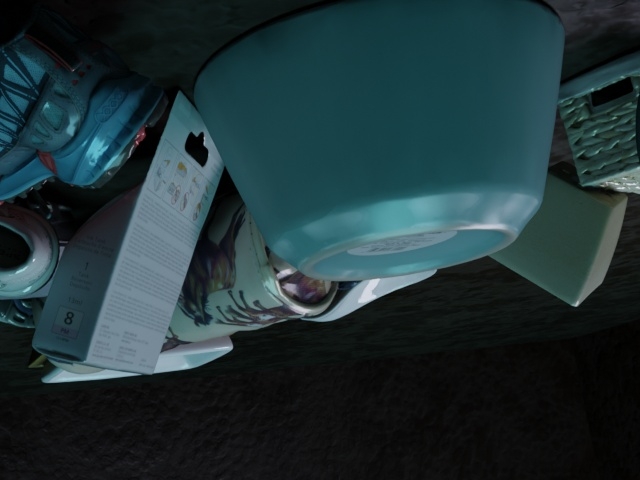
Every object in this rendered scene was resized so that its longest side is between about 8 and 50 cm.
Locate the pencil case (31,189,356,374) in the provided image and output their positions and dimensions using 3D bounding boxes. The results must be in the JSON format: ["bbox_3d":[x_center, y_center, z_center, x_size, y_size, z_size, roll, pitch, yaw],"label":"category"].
[{"bbox_3d":[-0.156,0.039,1.163,0.410,0.159,0.183,-18,-168,37],"label":"pencil case"}]

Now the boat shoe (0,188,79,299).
[{"bbox_3d":[-0.302,-0.009,0.979,0.113,0.104,0.306,-24,172,13],"label":"boat shoe"}]

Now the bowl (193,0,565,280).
[{"bbox_3d":[0.060,-0.064,0.850,0.312,0.163,0.311,-9,169,-2],"label":"bowl"}]

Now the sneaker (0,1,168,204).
[{"bbox_3d":[-0.207,-0.105,0.700,0.262,0.104,0.125,-4,137,51],"label":"sneaker"}]

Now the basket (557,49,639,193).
[{"bbox_3d":[0.319,-0.106,0.968,0.167,0.103,0.113,1,165,-41],"label":"basket"}]

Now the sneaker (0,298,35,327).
[{"bbox_3d":[-0.352,0.066,1.347,0.129,0.110,0.297,3,170,27],"label":"sneaker"}]

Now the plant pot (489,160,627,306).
[{"bbox_3d":[0.235,-0.015,0.999,0.109,0.109,0.096,-21,140,-60],"label":"plant pot"}]

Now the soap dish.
[{"bbox_3d":[-0.298,0.145,1.638,0.291,0.118,0.229,-2,166,-26],"label":"soap dish"}]

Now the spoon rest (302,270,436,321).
[{"bbox_3d":[0.055,0.075,1.644,0.276,0.084,0.137,-15,166,28],"label":"spoon rest"}]

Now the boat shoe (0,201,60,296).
[{"bbox_3d":[-0.337,-0.021,0.771,0.277,0.098,0.096,10,173,-7],"label":"boat shoe"}]

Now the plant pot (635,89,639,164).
[{"bbox_3d":[0.360,-0.084,0.722,0.293,0.292,0.235,-8,-176,-2],"label":"plant pot"}]

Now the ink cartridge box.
[{"bbox_3d":[-0.159,-0.001,0.906,0.066,0.232,0.189,12,171,10],"label":"ink cartridge box"}]
